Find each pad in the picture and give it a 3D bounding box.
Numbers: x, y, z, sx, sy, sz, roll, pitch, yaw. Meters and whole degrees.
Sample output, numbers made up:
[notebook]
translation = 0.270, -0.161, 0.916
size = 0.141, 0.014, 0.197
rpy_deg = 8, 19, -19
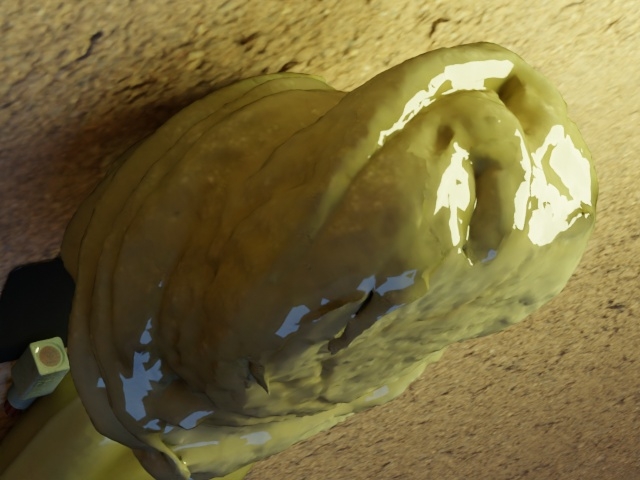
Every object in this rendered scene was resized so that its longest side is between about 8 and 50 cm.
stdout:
[pad]
translation = -0.212, 0.053, 1.378
size = 0.112, 0.003, 0.157
rpy_deg = -12, 152, -30

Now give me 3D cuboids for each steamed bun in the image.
[steamed bun]
translation = -0.005, 0.002, 1.203
size = 0.372, 0.230, 0.325
rpy_deg = -39, 155, 30

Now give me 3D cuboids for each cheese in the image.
[cheese]
translation = -0.192, 0.208, 1.580
size = 0.259, 0.128, 0.316
rpy_deg = 10, 131, -44

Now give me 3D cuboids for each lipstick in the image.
[lipstick]
translation = -0.246, 0.122, 1.448
size = 0.030, 0.030, 0.129
rpy_deg = -12, 160, -32
